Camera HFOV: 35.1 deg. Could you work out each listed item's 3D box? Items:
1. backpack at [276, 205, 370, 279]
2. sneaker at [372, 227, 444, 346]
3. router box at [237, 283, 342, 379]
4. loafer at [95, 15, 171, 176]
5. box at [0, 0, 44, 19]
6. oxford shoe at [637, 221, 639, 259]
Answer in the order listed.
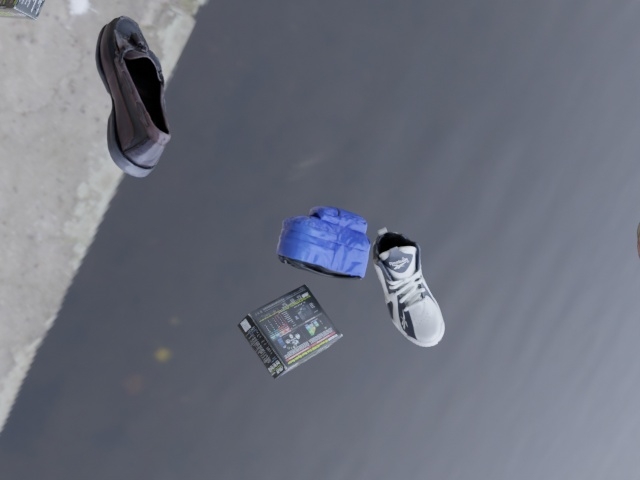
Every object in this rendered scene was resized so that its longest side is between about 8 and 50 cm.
[{"bbox_3d":[0.000,0.000,1.448,0.120,0.098,0.101,11,85,-19],"label":"backpack"},{"bbox_3d":[0.157,0.076,1.881,0.094,0.235,0.153,-18,152,3],"label":"sneaker"},{"bbox_3d":[-0.041,0.124,1.393,0.122,0.092,0.038,-25,165,-45],"label":"router box"},{"bbox_3d":[-0.274,-0.238,1.552,0.109,0.303,0.095,21,135,-41],"label":"loafer"},{"bbox_3d":[-0.438,-0.429,1.530,0.045,0.184,0.191,24,86,-38],"label":"box"},{"bbox_3d":[0.480,-0.081,1.007,0.397,0.146,0.140,-26,117,-1],"label":"oxford shoe"}]
